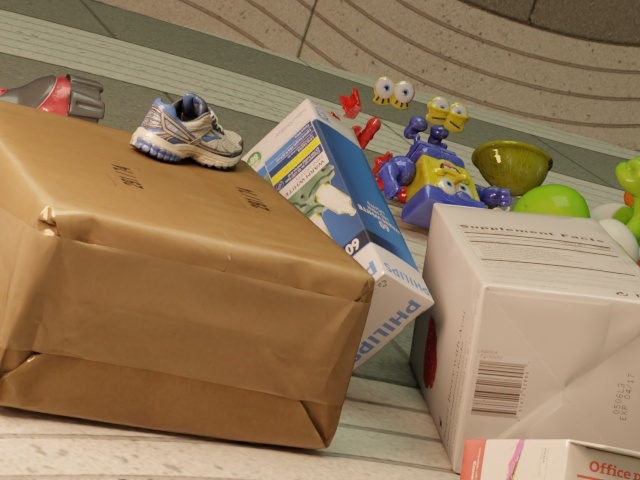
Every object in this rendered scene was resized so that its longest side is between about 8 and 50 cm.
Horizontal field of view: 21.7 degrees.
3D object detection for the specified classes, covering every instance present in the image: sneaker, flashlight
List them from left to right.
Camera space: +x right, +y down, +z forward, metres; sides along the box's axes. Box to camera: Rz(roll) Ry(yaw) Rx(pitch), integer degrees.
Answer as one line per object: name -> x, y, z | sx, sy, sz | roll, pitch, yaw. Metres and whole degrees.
flashlight -> -0.416, -0.178, 2.013 | 0.304, 0.103, 0.103 | 14, 15, -23
sneaker -> -0.108, -0.100, 1.493 | 0.052, 0.058, 0.135 | 27, 14, 30

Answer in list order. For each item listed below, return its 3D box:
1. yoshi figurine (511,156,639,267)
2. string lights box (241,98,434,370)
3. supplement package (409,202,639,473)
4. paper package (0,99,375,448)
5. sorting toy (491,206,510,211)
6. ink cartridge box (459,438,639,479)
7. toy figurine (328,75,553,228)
yoshi figurine -> 0.365, -0.019, 2.290 | 0.203, 0.203, 0.362 | 8, 11, 21
string lights box -> 0.000, 0.000, 1.589 | 0.077, 0.133, 0.259 | 32, 23, -39
supplement package -> 0.195, 0.090, 1.560 | 0.175, 0.177, 0.293 | 6, 14, -6
paper package -> -0.156, 0.025, 1.412 | 0.309, 0.168, 0.325 | 13, 14, -29
sorting toy -> 0.237, -0.011, 2.289 | 0.045, 0.075, 0.083 | 25, 15, 26
ink cartridge box -> 0.201, 0.192, 1.275 | 0.115, 0.067, 0.198 | 13, -11, -21
toy figurine -> 0.172, -0.054, 2.360 | 0.362, 0.191, 0.217 | 19, 41, -30
